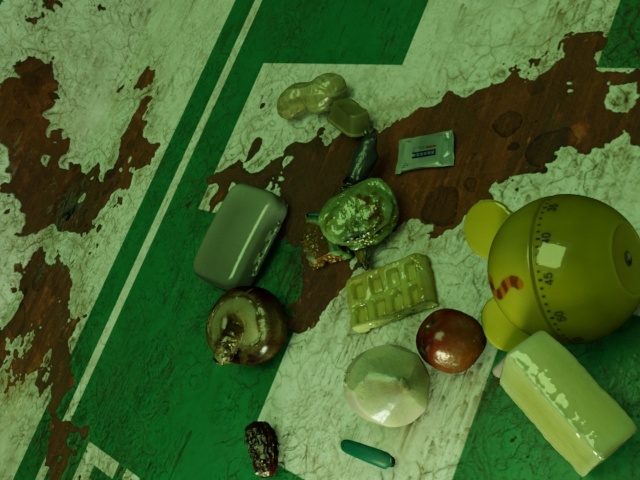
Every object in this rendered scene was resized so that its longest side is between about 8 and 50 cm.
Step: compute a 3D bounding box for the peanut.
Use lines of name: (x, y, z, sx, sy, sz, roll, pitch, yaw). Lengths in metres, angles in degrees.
peanut: (-0.037, -0.505, 2.380, 0.298, 0.120, 0.136, -8, 59, 37)

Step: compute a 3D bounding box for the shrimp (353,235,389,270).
shrimp: (0.157, 0.020, 2.013, 0.124, 0.034, 0.178, -26, 34, 9)

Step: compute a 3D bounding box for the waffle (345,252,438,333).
waffle: (0.195, 0.149, 1.918, 0.274, 0.057, 0.168, -23, 55, 27)

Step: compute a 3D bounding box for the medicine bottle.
medicine bottle: (-0.281, -0.010, 2.315, 0.282, 0.123, 0.375, 20, 82, 43)

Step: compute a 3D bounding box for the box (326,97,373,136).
box: (0.099, -0.403, 2.239, 0.111, 0.111, 0.177, -49, 48, 7)

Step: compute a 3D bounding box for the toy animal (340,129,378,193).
toy animal: (0.116, -0.237, 2.083, 0.121, 0.117, 0.210, 25, 118, 47)

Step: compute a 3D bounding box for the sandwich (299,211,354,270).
sandwich: (0.001, -0.012, 2.130, 0.159, 0.079, 0.235, -37, 51, 17)

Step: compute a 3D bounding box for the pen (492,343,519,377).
pen: (0.445, 0.290, 1.589, 0.053, 0.197, 0.032, -28, 66, -18)

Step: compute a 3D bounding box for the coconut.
coconut: (0.173, 0.364, 1.704, 0.224, 0.234, 0.224, 1, 75, -4)

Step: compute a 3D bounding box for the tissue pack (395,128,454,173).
tissue pack: (0.320, -0.270, 2.052, 0.193, 0.026, 0.122, -7, 65, 35)

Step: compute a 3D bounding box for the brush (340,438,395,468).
brush: (0.126, 0.568, 1.787, 0.193, 0.032, 0.043, 1, 73, 50)

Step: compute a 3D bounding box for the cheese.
cheese: (0.513, 0.344, 1.417, 0.124, 0.242, 0.265, -33, 61, -11)

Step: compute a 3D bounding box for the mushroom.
mushroom: (-0.236, 0.281, 2.117, 0.297, 0.163, 0.278, 8, 65, 39)

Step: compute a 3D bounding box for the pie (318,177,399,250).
pie: (0.114, -0.076, 1.997, 0.248, 0.090, 0.201, -29, 70, 13)

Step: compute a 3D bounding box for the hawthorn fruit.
hawthorn fruit: (0.323, 0.253, 1.693, 0.173, 0.173, 0.172, -17, 59, 30)

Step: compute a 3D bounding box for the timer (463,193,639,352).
timer: (0.520, 0.067, 1.537, 0.387, 0.376, 0.376, -12, 61, 45)

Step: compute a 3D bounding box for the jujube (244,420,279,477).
jujube: (-0.164, 0.604, 1.947, 0.104, 0.104, 0.165, -30, 64, 23)
